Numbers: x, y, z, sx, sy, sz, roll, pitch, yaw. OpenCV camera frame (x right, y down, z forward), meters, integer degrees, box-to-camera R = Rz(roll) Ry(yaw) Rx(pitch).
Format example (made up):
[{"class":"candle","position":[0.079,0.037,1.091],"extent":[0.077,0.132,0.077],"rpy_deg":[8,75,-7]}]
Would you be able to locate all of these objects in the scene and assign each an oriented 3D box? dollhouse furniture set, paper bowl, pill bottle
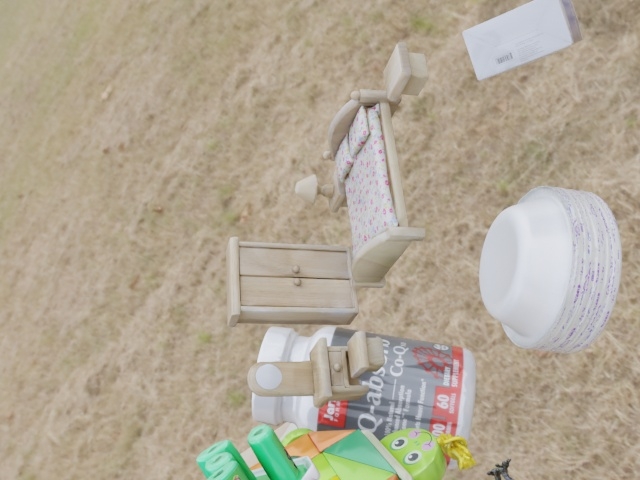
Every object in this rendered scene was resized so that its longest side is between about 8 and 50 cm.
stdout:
[{"class":"dollhouse furniture set","position":[0.000,0.000,0.791],"extent":[0.355,0.174,0.303],"rpy_deg":[118,151,-58]},{"class":"paper bowl","position":[0.375,0.046,1.170],"extent":[0.284,0.148,0.284],"rpy_deg":[-171,90,-82]},{"class":"pill bottle","position":[0.076,0.265,1.194],"extent":[0.363,0.210,0.210],"rpy_deg":[8,64,7]}]

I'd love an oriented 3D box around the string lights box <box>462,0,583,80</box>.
[{"class":"string lights box","position":[0.314,-0.309,1.027],"extent":[0.133,0.076,0.260],"rpy_deg":[-17,9,28]}]

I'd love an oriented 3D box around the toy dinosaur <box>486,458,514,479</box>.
[{"class":"toy dinosaur","position":[0.401,0.535,1.442],"extent":[0.064,0.268,0.118],"rpy_deg":[-20,78,4]}]

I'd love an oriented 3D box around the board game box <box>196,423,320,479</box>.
[{"class":"board game box","position":[-0.234,0.272,0.395],"extent":[0.390,0.050,0.390],"rpy_deg":[-27,8,34]}]

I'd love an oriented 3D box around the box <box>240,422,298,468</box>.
[{"class":"box","position":[-0.081,0.529,1.683],"extent":[0.311,0.148,0.121],"rpy_deg":[-35,73,0]}]

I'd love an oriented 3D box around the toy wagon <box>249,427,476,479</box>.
[{"class":"toy wagon","position":[-0.002,0.280,0.699],"extent":[0.345,0.068,0.267],"rpy_deg":[-29,19,-12]}]
